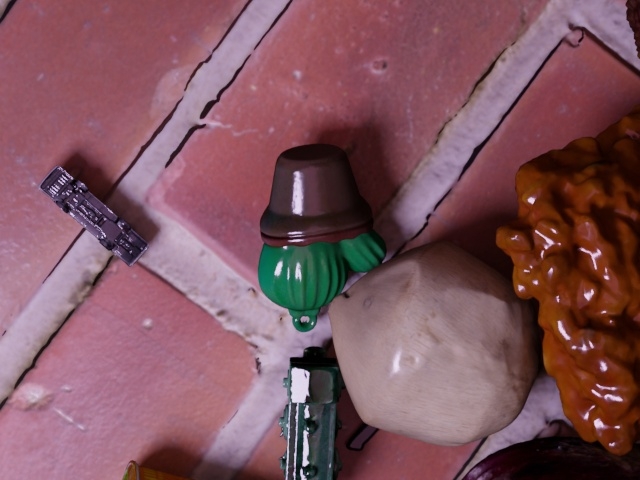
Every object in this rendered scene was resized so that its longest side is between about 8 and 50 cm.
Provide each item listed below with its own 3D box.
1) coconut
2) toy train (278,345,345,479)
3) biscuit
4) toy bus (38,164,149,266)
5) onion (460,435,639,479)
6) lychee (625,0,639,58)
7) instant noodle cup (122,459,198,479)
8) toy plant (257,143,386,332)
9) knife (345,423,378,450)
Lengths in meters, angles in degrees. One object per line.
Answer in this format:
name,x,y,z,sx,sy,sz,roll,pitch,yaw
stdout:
coconut,0.114,0.102,1.668,0.224,0.224,0.224,0,96,-4
toy train,-0.010,0.200,1.712,0.071,0.111,0.171,2,95,0
biscuit,0.336,0.027,1.653,0.312,0.110,0.318,-26,94,-33
toy bus,-0.239,-0.026,1.704,0.130,0.052,0.037,41,87,-9
onion,0.274,0.337,1.672,0.336,0.260,0.282,0,104,-22
lychee,0.456,-0.250,1.643,0.271,0.271,0.271,0,96,-4
instant noodle cup,-0.121,0.325,1.703,0.185,0.168,0.168,10,95,-12
toy plant,0.000,0.000,1.702,0.142,0.105,0.200,-11,114,-17
knife,0.093,0.170,1.765,0.023,0.010,0.170,45,90,-6
